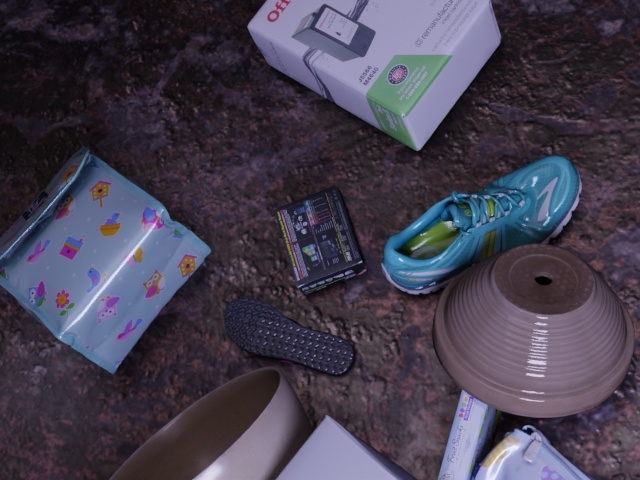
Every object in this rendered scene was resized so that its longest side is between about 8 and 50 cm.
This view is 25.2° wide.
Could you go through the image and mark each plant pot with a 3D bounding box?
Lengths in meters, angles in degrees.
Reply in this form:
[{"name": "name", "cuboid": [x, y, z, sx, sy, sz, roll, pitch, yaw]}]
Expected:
[{"name": "plant pot", "cuboid": [-0.102, 0.309, 1.672, 0.284, 0.284, 0.191, -38, 101, -1]}, {"name": "plant pot", "cuboid": [0.252, 0.082, 1.670, 0.237, 0.109, 0.237, 1, 45, -1]}]

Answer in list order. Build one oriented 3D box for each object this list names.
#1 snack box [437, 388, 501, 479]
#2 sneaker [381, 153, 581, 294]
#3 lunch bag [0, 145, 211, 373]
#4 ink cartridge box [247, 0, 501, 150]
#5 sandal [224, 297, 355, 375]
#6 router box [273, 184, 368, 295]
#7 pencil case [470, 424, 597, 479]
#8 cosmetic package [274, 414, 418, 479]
[{"name": "snack box", "cuboid": [0.173, 0.251, 1.683, 0.037, 0.100, 0.141, 11, 73, 20]}, {"name": "sneaker", "cuboid": [0.201, -0.022, 1.780, 0.275, 0.110, 0.107, -31, 64, 2]}, {"name": "lunch bag", "cuboid": [-0.314, 0.007, 1.893, 0.262, 0.160, 0.223, 37, 85, 37]}, {"name": "ink cartridge box", "cuboid": [0.071, -0.278, 1.918, 0.273, 0.115, 0.198, 32, 80, 25]}, {"name": "sandal", "cuboid": [-0.042, 0.129, 1.834, 0.179, 0.040, 0.067, 22, 81, 8]}, {"name": "router box", "cuboid": [0.000, 0.000, 1.868, 0.092, 0.038, 0.122, -21, 64, 7]}, {"name": "pencil case", "cuboid": [0.290, 0.313, 1.563, 0.273, 0.113, 0.124, 36, 110, 46]}, {"name": "cosmetic package", "cuboid": [-0.015, 0.396, 1.528, 0.365, 0.197, 0.155, -51, 43, -4]}]
